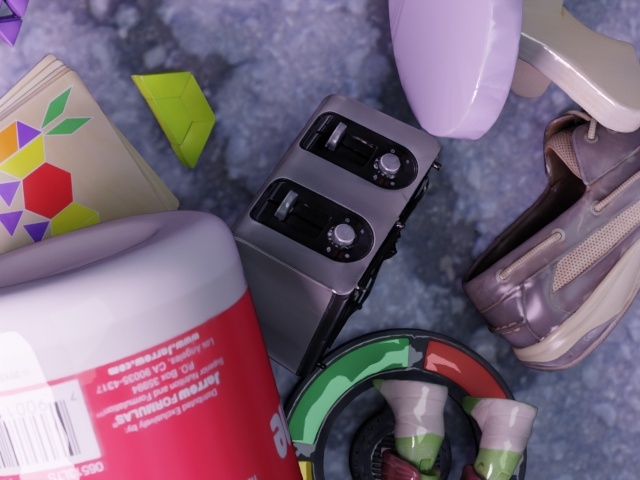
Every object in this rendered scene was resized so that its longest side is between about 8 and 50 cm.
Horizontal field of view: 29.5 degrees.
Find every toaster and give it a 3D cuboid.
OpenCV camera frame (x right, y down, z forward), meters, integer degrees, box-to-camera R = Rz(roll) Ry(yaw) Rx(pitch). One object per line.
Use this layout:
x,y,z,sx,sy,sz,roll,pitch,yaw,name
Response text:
0.000,0.000,0.954,0.110,0.185,0.168,31,58,5,toaster

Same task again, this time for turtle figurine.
0.076,0.256,0.995,0.198,0.274,0.266,8,79,8,turtle figurine

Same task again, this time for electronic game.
0.070,0.190,1.058,0.229,0.048,0.229,-1,93,-11,electronic game

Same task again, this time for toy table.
0.159,-0.197,0.958,0.161,0.252,0.274,4,71,-19,toy table

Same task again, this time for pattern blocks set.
-0.201,-0.032,0.924,0.285,0.026,0.324,-34,118,-23,pattern blocks set

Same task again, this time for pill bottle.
-0.119,0.200,0.844,0.229,0.229,0.407,-17,102,-11,pill bottle

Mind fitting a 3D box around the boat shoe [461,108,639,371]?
0.255,-0.056,1.044,0.130,0.132,0.355,38,84,-11,boat shoe
